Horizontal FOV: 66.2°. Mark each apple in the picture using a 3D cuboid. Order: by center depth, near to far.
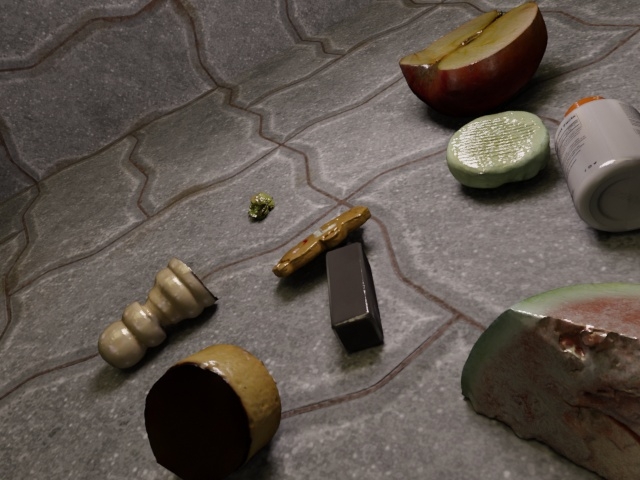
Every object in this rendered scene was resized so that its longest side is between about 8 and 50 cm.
[{"bbox_3d":[0.410,-0.493,1.305,0.365,0.295,0.329,-38,71,-15],"label":"apple"}]

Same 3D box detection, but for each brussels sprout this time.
[{"bbox_3d":[-0.167,-0.096,1.348,0.085,0.058,0.085,-14,54,20],"label":"brussels sprout"}]

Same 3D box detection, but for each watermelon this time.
[{"bbox_3d":[0.349,0.165,0.647,0.310,0.193,0.232,-5,19,7],"label":"watermelon"}]

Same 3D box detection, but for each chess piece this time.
[{"bbox_3d":[-0.368,0.168,1.077,0.261,0.143,0.142,-43,39,-17],"label":"chess piece"}]

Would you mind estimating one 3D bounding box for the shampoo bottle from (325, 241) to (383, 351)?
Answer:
[{"bbox_3d":[0.061,0.091,0.944,0.079,0.080,0.246,-18,36,11],"label":"shampoo bottle"}]

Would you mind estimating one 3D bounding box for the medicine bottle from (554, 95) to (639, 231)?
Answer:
[{"bbox_3d":[0.530,-0.160,0.910,0.156,0.157,0.289,-10,38,21],"label":"medicine bottle"}]

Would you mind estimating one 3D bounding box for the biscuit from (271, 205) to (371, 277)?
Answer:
[{"bbox_3d":[-0.002,-0.002,1.084,0.248,0.035,0.184,-35,9,1],"label":"biscuit"}]

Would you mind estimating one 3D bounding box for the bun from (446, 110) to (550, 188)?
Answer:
[{"bbox_3d":[0.388,-0.190,1.082,0.221,0.108,0.221,-14,45,15],"label":"bun"}]

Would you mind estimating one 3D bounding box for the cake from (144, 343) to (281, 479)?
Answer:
[{"bbox_3d":[-0.155,0.263,0.797,0.207,0.185,0.178,-41,-11,14],"label":"cake"}]
